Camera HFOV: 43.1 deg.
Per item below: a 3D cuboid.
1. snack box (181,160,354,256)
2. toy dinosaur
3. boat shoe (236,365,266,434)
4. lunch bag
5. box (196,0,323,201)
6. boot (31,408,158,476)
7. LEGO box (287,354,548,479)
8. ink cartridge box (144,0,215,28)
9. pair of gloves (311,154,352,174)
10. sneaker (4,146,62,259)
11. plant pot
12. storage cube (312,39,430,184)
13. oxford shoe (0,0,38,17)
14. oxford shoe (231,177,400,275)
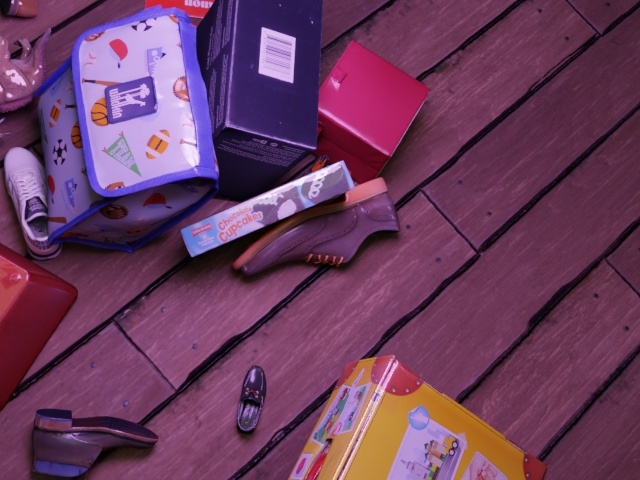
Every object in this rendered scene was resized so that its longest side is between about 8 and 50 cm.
[{"bbox_3d":[-0.100,-0.062,1.543,0.321,0.187,0.060,-23,94,-2],"label":"snack box"},{"bbox_3d":[-0.621,-0.288,1.567,0.295,0.127,0.200,-25,79,-1],"label":"toy dinosaur"},{"bbox_3d":[-0.129,0.301,1.539,0.048,0.042,0.133,13,68,-5],"label":"boat shoe"},{"bbox_3d":[-0.341,-0.191,1.453,0.238,0.385,0.328,4,70,-46],"label":"lunch bag"},{"bbox_3d":[-0.144,-0.293,1.572,0.178,0.312,0.344,12,69,-25],"label":"box"},{"bbox_3d":[-0.408,0.372,1.454,0.219,0.082,0.106,13,91,-11],"label":"boot"},{"bbox_3d":[0.118,0.511,1.380,0.372,0.193,0.500,36,64,-13],"label":"LEGO box"},{"bbox_3d":[-0.250,-0.569,1.795,0.275,0.060,0.239,5,70,-10],"label":"ink cartridge box"},{"bbox_3d":[0.020,-0.138,1.702,0.083,0.074,0.010,33,38,0],"label":"pair of gloves"},{"bbox_3d":[-0.549,-0.083,1.553,0.090,0.095,0.235,-21,76,-15],"label":"sneaker"},{"bbox_3d":[-0.608,0.111,1.385,0.267,0.236,0.267,31,73,-3],"label":"plant pot"},{"bbox_3d":[0.085,-0.261,1.692,0.193,0.184,0.215,33,69,0],"label":"storage cube"},{"bbox_3d":[-0.641,-0.558,1.717,0.076,0.076,0.212,2,66,-43],"label":"oxford shoe"},{"bbox_3d":[0.000,0.000,1.622,0.363,0.130,0.133,-26,88,-15],"label":"oxford shoe"}]
